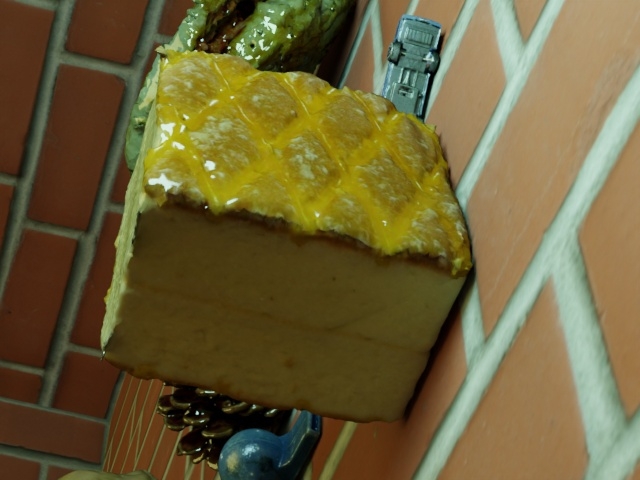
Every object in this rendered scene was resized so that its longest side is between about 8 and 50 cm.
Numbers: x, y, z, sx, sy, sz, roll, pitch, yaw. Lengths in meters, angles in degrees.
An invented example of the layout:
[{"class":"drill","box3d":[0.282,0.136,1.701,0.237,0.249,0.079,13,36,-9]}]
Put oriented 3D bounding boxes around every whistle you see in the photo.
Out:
[{"class":"whistle","box3d":[-0.066,0.238,1.492,0.090,0.090,0.158,-92,24,-54]}]

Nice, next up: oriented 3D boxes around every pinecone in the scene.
[{"class":"pinecone","box3d":[-0.114,0.163,1.642,0.185,0.169,0.212,-144,55,-63]}]

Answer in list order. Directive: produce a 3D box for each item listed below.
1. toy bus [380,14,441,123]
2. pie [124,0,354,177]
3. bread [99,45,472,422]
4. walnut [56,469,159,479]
[{"class":"toy bus","box3d":[0.083,-0.149,1.359,0.061,0.051,0.153,164,119,-84]},{"class":"pie","box3d":[-0.126,-0.214,1.865,0.418,0.180,0.395,-58,-4,38]},{"class":"bread","box3d":[-0.036,-0.007,1.188,0.279,0.279,0.207,-98,24,-56]},{"class":"walnut","box3d":[-0.298,0.472,1.814,0.306,0.306,0.343,126,162,-62]}]
